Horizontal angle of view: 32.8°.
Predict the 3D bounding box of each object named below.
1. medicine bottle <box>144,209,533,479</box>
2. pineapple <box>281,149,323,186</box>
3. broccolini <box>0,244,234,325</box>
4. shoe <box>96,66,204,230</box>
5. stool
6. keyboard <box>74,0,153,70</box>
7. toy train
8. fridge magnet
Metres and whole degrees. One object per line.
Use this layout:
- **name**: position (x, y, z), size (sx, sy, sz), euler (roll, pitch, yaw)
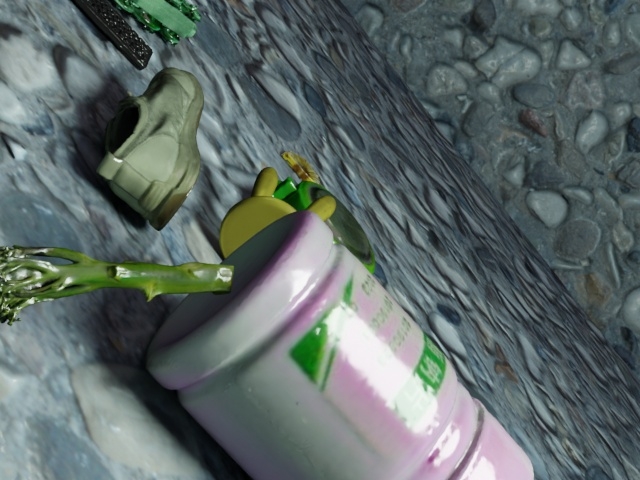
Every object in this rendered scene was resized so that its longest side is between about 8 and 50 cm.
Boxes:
- **medicine bottle**: position (0.019, 0.154, 1.001), size (0.325, 0.212, 0.212), euler (48, 17, -11)
- **pineapple**: position (-0.027, -0.113, 1.741), size (0.083, 0.019, 0.045), euler (49, 20, -2)
- **broccolini**: position (-0.170, 0.038, 0.855), size (0.216, 0.067, 0.058), euler (7, 61, -25)
- **shoe**: position (-0.189, -0.121, 1.207), size (0.098, 0.103, 0.275), euler (31, 23, -23)
- **stool**: position (-0.053, -0.013, 1.299), size (0.135, 0.134, 0.110), euler (68, 21, -14)
- **keyboard**: position (-0.314, -0.327, 1.430), size (0.250, 0.017, 0.087), euler (47, 16, -19)
- **toy train**: position (-0.248, -0.354, 1.572), size (0.178, 0.071, 0.105), euler (30, 20, -54)
- **fridge magnet**: position (0.000, 0.000, 1.463), size (0.208, 0.088, 0.208), euler (46, 18, -19)
